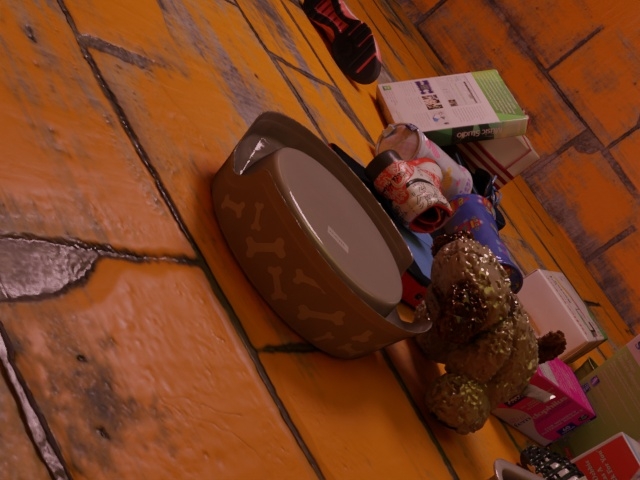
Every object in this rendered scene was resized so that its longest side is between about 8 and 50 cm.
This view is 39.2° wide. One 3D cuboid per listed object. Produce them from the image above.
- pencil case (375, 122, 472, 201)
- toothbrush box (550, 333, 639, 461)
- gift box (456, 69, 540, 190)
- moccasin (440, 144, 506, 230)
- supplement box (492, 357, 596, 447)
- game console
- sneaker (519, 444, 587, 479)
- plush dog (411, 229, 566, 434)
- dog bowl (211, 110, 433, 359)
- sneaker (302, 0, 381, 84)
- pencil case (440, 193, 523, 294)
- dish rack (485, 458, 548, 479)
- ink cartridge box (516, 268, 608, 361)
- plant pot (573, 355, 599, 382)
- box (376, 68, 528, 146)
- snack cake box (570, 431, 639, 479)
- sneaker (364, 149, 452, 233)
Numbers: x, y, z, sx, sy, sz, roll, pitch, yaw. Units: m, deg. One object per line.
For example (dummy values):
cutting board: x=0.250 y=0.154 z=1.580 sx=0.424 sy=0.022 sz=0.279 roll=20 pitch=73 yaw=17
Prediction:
pencil case: x=0.230 y=-0.161 z=1.978 sx=0.273 sy=0.113 sz=0.124 roll=29 pitch=10 yaw=-49
toothbrush box: x=0.549 y=0.321 z=1.562 sx=0.122 sy=0.283 sz=0.206 roll=22 pitch=32 yaw=-36
gift box: x=0.429 y=-0.287 z=2.459 sx=0.258 sy=0.255 sz=0.276 roll=37 pitch=30 yaw=-34
moccasin: x=0.394 y=-0.127 z=2.292 sx=0.342 sy=0.117 sz=0.137 roll=34 pitch=26 yaw=-43
supplement box: x=0.359 y=0.252 z=1.532 sx=0.220 sy=0.111 sz=0.114 roll=35 pitch=26 yaw=-40
game console: x=0.174 y=0.015 z=1.612 sx=0.386 sy=0.060 sz=0.342 roll=34 pitch=26 yaw=-44
sneaker: x=0.382 y=0.413 z=1.356 sx=0.078 sy=0.106 sz=0.234 roll=-12 pitch=40 yaw=-41
plush dog: x=0.221 y=0.104 z=1.257 sx=0.262 sy=0.211 sz=0.225 roll=-91 pitch=160 yaw=-58
dog bowl: x=0.000 y=0.000 z=1.158 sx=0.349 sy=0.102 sz=0.348 roll=44 pitch=20 yaw=-21
sneaker: x=0.081 y=-0.512 z=2.258 sx=0.136 sy=0.116 sz=0.313 roll=22 pitch=35 yaw=-59
pencil case: x=0.337 y=0.019 z=1.894 sx=0.133 sy=0.119 sz=0.306 roll=55 pitch=15 yaw=-29
dish rack: x=0.315 y=0.452 z=1.127 sx=0.286 sy=0.072 sz=0.332 roll=32 pitch=28 yaw=-45
ink cartridge box: x=0.547 y=0.181 z=2.095 sx=0.201 sy=0.117 sz=0.278 roll=59 pitch=20 yaw=18
plant pot: x=0.596 y=0.317 z=2.022 sx=0.083 sy=0.079 sz=0.083 roll=45 pitch=19 yaw=-20
box: x=0.320 y=-0.325 z=2.228 sx=0.232 sy=0.322 sz=0.058 roll=-106 pitch=-171 yaw=-47
snack cake box: x=0.480 y=0.453 z=1.391 sx=0.089 sy=0.152 sz=0.264 roll=33 pitch=27 yaw=-45
sneaker: x=0.183 y=-0.077 z=1.618 sx=0.145 sy=0.090 sz=0.270 roll=54 pitch=19 yaw=18
